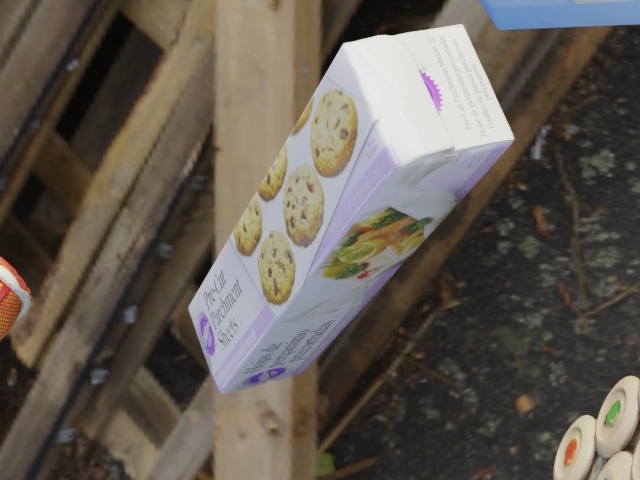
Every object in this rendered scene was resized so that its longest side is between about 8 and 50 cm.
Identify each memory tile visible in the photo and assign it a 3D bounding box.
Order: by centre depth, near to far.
[{"bbox_3d":[0.112,0.115,0.498,0.012,0.148,0.113,21,141,-7],"label":"memory tile"}]

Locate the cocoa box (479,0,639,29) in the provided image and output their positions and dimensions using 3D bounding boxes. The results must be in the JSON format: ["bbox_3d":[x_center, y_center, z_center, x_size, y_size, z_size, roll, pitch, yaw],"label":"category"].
[{"bbox_3d":[0.267,-0.324,1.011,0.347,0.231,0.228,7,59,46],"label":"cocoa box"}]

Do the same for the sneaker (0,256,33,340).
[{"bbox_3d":[-0.208,0.050,0.631,0.064,0.067,0.175,47,141,-12],"label":"sneaker"}]

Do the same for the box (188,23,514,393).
[{"bbox_3d":[0.000,0.000,0.683,0.067,0.063,0.324,70,155,17],"label":"box"}]
